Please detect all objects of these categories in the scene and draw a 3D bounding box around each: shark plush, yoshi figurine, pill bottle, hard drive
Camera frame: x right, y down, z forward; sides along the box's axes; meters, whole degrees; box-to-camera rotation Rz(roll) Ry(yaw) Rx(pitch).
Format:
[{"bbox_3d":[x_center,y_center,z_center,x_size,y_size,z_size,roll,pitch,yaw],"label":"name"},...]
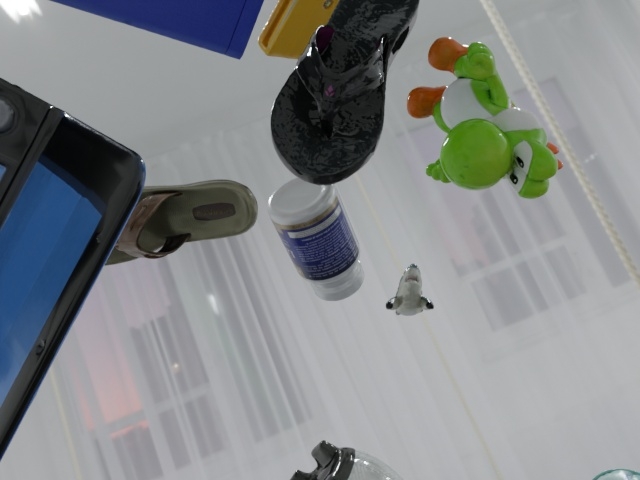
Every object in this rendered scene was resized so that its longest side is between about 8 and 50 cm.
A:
[{"bbox_3d":[0.152,0.088,0.989,0.073,0.067,0.161,-4,-17,15],"label":"shark plush"},{"bbox_3d":[0.243,-0.200,1.009,0.203,0.362,0.203,-32,-47,9],"label":"yoshi figurine"},{"bbox_3d":[0.000,0.000,1.321,0.153,0.153,0.264,-23,-54,2],"label":"pill bottle"},{"bbox_3d":[-0.223,-0.406,0.874,0.319,0.040,0.210,7,-58,-37],"label":"hard drive"}]

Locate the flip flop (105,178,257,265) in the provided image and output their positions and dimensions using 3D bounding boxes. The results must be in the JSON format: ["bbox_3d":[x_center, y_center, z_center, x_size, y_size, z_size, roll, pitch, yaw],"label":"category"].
[{"bbox_3d":[-0.226,-0.019,0.864,0.277,0.112,0.080,-8,27,7],"label":"flip flop"}]

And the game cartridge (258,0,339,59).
[{"bbox_3d":[0.058,-0.500,1.271,0.324,0.052,0.285,-12,-31,-46],"label":"game cartridge"}]

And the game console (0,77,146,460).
[{"bbox_3d":[-0.302,0.010,0.446,0.293,0.250,0.173,-62,17,0],"label":"game console"}]

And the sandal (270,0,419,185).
[{"bbox_3d":[0.037,-0.279,0.914,0.168,0.445,0.107,12,-30,12],"label":"sandal"}]

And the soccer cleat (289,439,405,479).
[{"bbox_3d":[-0.016,0.315,0.528,0.331,0.143,0.116,-57,-3,30],"label":"soccer cleat"}]

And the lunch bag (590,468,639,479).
[{"bbox_3d":[0.439,0.463,0.873,0.279,0.107,0.224,-23,23,-27],"label":"lunch bag"}]
